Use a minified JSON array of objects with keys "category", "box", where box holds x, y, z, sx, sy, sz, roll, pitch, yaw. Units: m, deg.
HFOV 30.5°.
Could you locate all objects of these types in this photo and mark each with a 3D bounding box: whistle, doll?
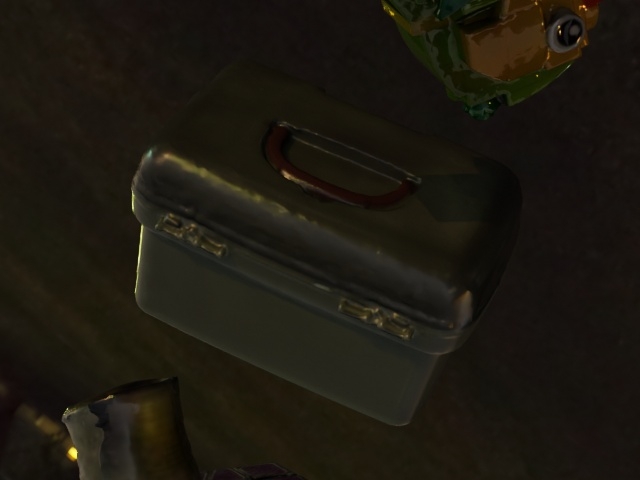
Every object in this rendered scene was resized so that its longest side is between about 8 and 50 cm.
[{"category":"whistle","box":[-0.057,0.227,0.549,0.068,0.057,0.327,145,111,-73]},{"category":"doll","box":[0.051,-0.135,0.524,0.186,0.134,0.106,37,-170,-33]}]

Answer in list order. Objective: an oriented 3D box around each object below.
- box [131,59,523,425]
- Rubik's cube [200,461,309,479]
[{"category":"box","box":[0.000,0.000,0.683,0.210,0.148,0.129,24,130,9]},{"category":"Rubik's cube","box":[-0.079,0.384,1.203,0.264,0.319,0.319,25,163,-2]}]
